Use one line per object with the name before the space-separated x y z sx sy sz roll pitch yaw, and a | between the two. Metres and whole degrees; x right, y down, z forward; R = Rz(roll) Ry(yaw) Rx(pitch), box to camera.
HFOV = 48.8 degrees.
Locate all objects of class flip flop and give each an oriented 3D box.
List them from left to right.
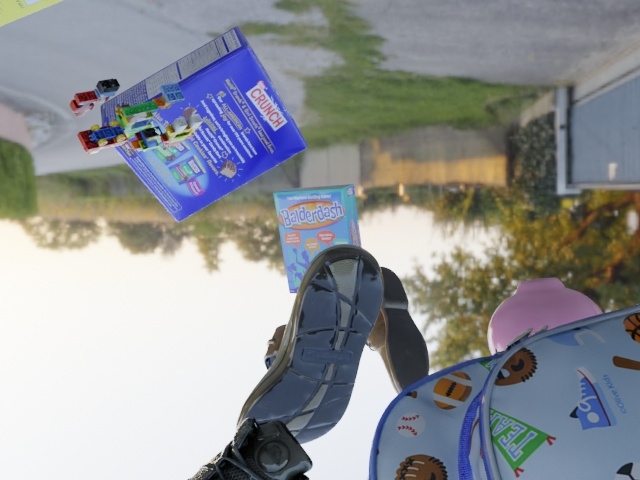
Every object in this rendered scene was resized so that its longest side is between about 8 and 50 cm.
flip flop | -0.015 0.118 0.767 0.112 0.277 0.080 11 -155 -20

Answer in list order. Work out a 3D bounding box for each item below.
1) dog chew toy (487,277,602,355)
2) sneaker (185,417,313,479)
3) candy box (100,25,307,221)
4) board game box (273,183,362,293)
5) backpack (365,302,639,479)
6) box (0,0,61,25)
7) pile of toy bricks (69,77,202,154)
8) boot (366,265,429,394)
dog chew toy | 0.268 0.208 0.787 0.206 0.332 0.206 -8 177 0
sneaker | -0.090 0.224 0.602 0.087 0.130 0.227 45 -150 15
candy box | -0.225 -0.225 1.401 0.317 0.268 0.122 -28 -137 5
board game box | 0.000 0.000 1.373 0.160 0.210 0.047 -2 -167 31
backpack | 0.157 0.173 0.415 0.263 0.213 0.276 -16 -131 -5
box | -0.299 -0.264 0.683 0.232 0.087 0.058 -24 147 0
pile of toy bricks | -0.311 -0.187 1.142 0.212 0.118 0.105 -23 172 -42
boot | 0.145 0.213 1.516 0.112 0.305 0.115 17 135 -36
